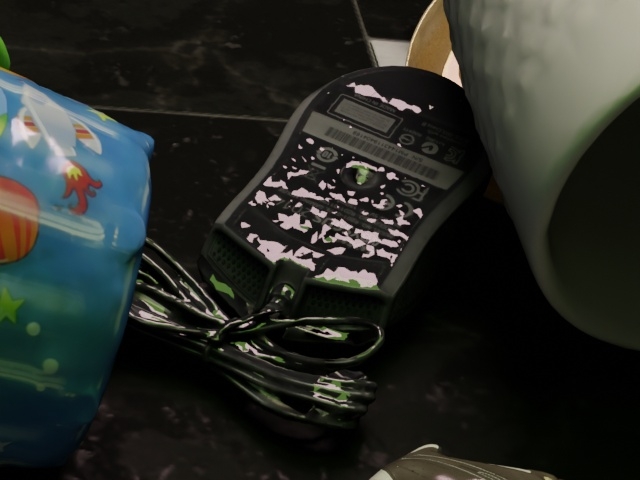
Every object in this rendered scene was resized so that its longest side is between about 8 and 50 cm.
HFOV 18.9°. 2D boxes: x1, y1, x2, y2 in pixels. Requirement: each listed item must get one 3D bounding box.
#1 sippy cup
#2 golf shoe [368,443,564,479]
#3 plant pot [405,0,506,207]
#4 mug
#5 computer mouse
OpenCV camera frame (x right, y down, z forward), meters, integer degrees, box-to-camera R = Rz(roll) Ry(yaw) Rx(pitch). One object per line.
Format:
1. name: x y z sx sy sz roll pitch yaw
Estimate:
1. sippy cup: -0.201 0.001 0.884 0.224 0.240 0.305 15 70 -12
2. golf shoe: 0.109 0.143 0.871 0.198 0.077 0.094 23 34 16
3. plant pot: 0.172 -0.102 1.227 0.236 0.032 0.236 -5 55 6
4. mug: 0.233 -0.176 1.043 0.276 0.374 0.328 20 40 -37
5. computer mouse: 0.000 0.000 1.074 0.188 0.072 0.272 26 48 19
